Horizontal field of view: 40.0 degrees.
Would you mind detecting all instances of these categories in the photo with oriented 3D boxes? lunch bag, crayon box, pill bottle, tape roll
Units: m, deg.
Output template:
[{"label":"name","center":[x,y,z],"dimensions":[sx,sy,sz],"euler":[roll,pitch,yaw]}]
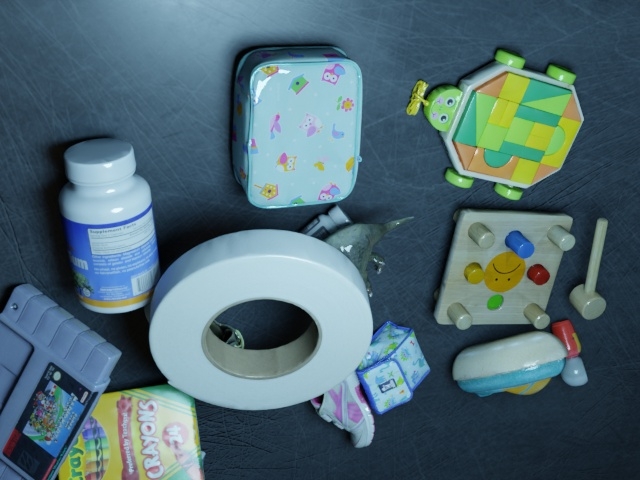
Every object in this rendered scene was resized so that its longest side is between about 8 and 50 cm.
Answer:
[{"label":"lunch bag","center":[-0.035,-0.193,1.525],"dimensions":[0.224,0.108,0.279],"euler":[-9,122,-20]},{"label":"lunch bag","center":[0.143,0.267,1.820],"dimensions":[0.151,0.096,0.129],"euler":[-43,125,-27]},{"label":"crayon box","center":[-0.394,0.390,1.684],"dimensions":[0.319,0.081,0.202],"euler":[-7,83,-15]},{"label":"pill bottle","center":[-0.356,-0.027,1.482],"dimensions":[0.152,0.152,0.272],"euler":[-10,120,-14]},{"label":"pill bottle","center":[0.000,0.000,1.661],"dimensions":[0.137,0.078,0.078],"euler":[-40,123,6]},{"label":"tape roll","center":[-0.104,0.148,1.527],"dimensions":[0.392,0.072,0.392],"euler":[-4,131,-5]}]

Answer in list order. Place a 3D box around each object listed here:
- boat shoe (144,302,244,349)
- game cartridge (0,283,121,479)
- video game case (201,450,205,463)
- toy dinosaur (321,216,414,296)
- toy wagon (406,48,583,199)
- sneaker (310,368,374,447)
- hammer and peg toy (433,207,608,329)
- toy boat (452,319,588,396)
[{"label":"boat shoe","center":[-0.203,0.201,1.686],"dimensions":[0.091,0.109,0.305],"euler":[-38,119,10]},{"label":"game cartridge","center":[-0.525,0.284,1.579],"dimensions":[0.230,0.068,0.355],"euler":[35,107,14]},{"label":"video game case","center":[-0.286,0.562,1.825],"dimensions":[0.022,0.173,0.190],"euler":[15,116,5]},{"label":"toy dinosaur","center":[0.037,0.040,1.578],"dimensions":[0.313,0.121,0.160],"euler":[-27,135,3]},{"label":"toy wagon","center":[0.326,-0.221,1.657],"dimensions":[0.344,0.068,0.267],"euler":[10,114,-24]},{"label":"sneaker","center":[0.038,0.339,1.857],"dimensions":[0.111,0.103,0.252],"euler":[-21,114,-6]},{"label":"hammer and peg toy","center":[0.422,0.052,1.807],"dimensions":[0.361,0.127,0.266],"euler":[1,115,-19]},{"label":"toy boat","center":[0.459,0.268,1.886],"dimensions":[0.318,0.267,0.148],"euler":[-9,81,-36]}]
